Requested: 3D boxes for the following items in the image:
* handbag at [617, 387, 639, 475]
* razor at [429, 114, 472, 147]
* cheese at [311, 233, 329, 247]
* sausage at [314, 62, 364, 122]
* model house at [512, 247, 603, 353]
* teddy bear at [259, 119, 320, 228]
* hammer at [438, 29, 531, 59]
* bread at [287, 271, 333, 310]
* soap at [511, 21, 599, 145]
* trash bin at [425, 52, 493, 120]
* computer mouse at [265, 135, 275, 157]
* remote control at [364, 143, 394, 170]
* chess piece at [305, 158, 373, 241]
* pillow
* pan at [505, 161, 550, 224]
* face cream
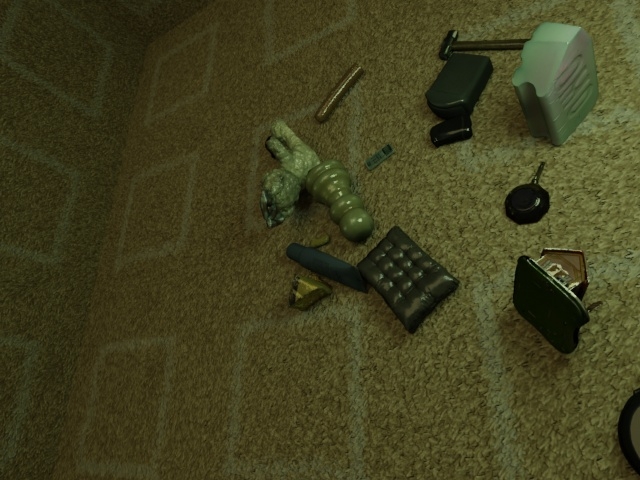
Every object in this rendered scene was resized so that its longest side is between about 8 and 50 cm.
[{"bbox_3d":[0.824,0.435,0.967,0.307,0.093,0.254,-2,70,35],"label":"handbag"},{"bbox_3d":[0.467,-0.394,1.610,0.147,0.054,0.090,-12,60,30],"label":"razor"},{"bbox_3d":[0.000,0.000,1.784,0.083,0.030,0.044,-22,65,33],"label":"cheese"},{"bbox_3d":[0.079,-0.654,1.997,0.301,0.065,0.066,-50,51,5],"label":"sausage"},{"bbox_3d":[0.625,0.136,1.147,0.153,0.294,0.207,-34,52,-7],"label":"model house"},{"bbox_3d":[-0.190,-0.269,1.851,0.362,0.328,0.375,-38,57,-19],"label":"teddy bear"},{"bbox_3d":[0.622,-0.725,1.661,0.365,0.043,0.111,18,80,37],"label":"hammer"},{"bbox_3d":[-0.044,0.201,1.660,0.127,0.147,0.152,27,93,27],"label":"bread"},{"bbox_3d":[0.682,-0.456,1.294,0.208,0.347,0.115,-52,49,4],"label":"soap"},{"bbox_3d":[0.498,-0.556,1.633,0.176,0.101,0.236,27,85,41],"label":"trash bin"},{"bbox_3d":[-0.217,-0.456,2.121,0.099,0.057,0.172,-37,52,13],"label":"computer mouse"},{"bbox_3d":[0.232,-0.329,1.771,0.124,0.017,0.053,-35,54,18],"label":"remote control"},{"bbox_3d":[0.085,-0.135,1.704,0.182,0.182,0.330,-39,58,15],"label":"chess piece"},{"bbox_3d":[0.275,0.121,1.496,0.228,0.101,0.326,-46,52,6],"label":"pillow"},{"bbox_3d":[0.632,-0.153,1.390,0.128,0.048,0.202,-10,65,33],"label":"pan"},{"bbox_3d":[0.015,0.091,1.689,0.385,0.136,0.086,21,55,43],"label":"face cream"}]
